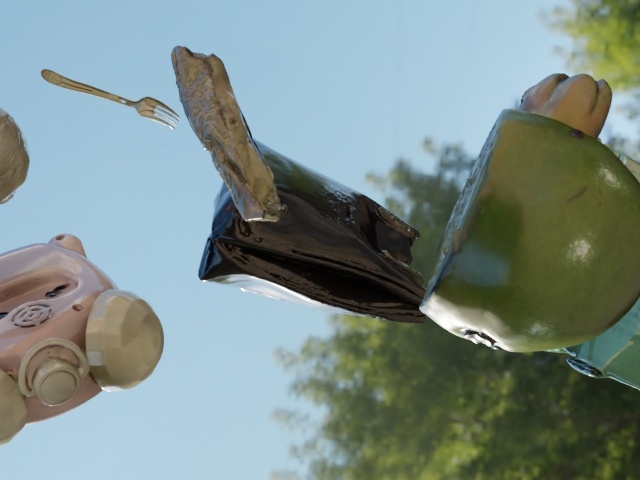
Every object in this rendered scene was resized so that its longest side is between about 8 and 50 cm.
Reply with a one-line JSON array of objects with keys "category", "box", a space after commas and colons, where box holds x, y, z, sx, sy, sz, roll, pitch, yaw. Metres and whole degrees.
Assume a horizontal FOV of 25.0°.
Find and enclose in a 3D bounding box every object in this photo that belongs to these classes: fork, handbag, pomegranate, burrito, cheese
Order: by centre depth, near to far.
[{"category": "pomegranate", "box": [0.184, -0.012, 1.153, 0.241, 0.159, 0.189, -70, 1, -58]}, {"category": "burrito", "box": [-0.101, -0.116, 1.568, 0.063, 0.229, 0.058, -23, -19, -16]}, {"category": "handbag", "box": [0.000, 0.000, 1.833, 0.342, 0.288, 0.152, -88, 19, -70]}, {"category": "cheese", "box": [-0.509, -0.133, 2.002, 0.154, 0.189, 0.198, -52, -9, -15]}, {"category": "fork", "box": [-0.318, -0.220, 2.178, 0.028, 0.220, 0.034, 114, 177, -78]}]

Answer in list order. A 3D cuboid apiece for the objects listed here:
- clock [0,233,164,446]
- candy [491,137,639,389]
[{"category": "clock", "box": [-0.417, 0.146, 2.073, 0.342, 0.326, 0.184, -28, -57, -14]}, {"category": "candy", "box": [0.328, 0.050, 1.469, 0.172, 0.398, 0.263, 38, -94, -36]}]
